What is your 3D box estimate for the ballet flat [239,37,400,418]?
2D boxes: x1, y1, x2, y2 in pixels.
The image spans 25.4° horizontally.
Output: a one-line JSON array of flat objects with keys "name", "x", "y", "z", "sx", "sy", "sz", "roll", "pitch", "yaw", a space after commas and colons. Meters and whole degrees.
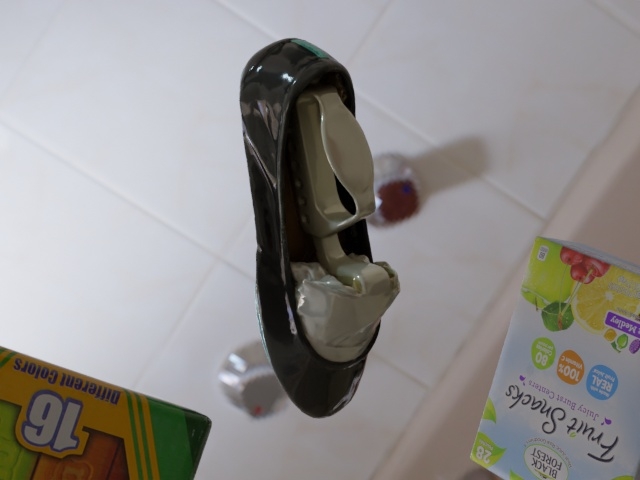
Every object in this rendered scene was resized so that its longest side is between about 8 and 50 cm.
[{"name": "ballet flat", "x": 0.000, "y": 0.000, "z": 0.990, "sx": 0.095, "sy": 0.280, "sz": 0.096, "roll": -21, "pitch": 18, "yaw": -34}]

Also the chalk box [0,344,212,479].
[{"name": "chalk box", "x": -0.203, "y": 0.212, "z": 0.851, "sx": 0.179, "sy": 0.180, "sz": 0.289, "roll": 162, "pitch": 126, "yaw": -76}]

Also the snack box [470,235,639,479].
[{"name": "snack box", "x": 0.228, "y": 0.120, "z": 1.166, "sx": 0.174, "sy": 0.070, "sz": 0.207, "roll": 24, "pitch": 103, "yaw": 51}]
